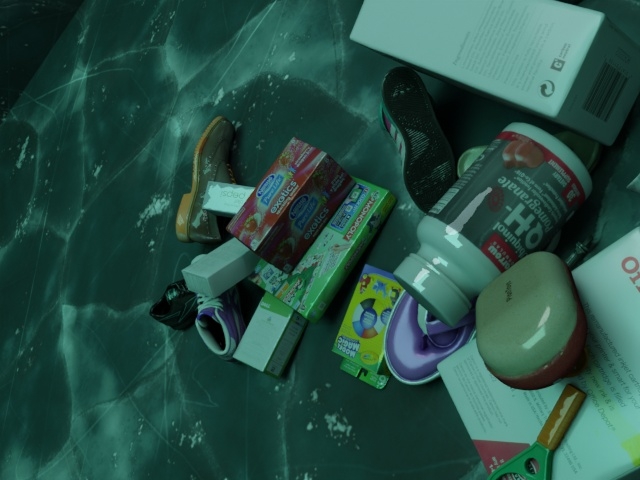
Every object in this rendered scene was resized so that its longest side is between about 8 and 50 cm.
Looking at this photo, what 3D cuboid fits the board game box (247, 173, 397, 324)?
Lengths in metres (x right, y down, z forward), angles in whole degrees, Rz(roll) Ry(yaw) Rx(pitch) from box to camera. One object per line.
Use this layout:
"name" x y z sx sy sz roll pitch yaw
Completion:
"board game box" 0.000 0.000 1.526 0.213 0.046 0.317 29 83 43

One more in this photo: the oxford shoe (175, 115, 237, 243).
"oxford shoe" -0.266 -0.157 1.843 0.132 0.130 0.364 7 73 14

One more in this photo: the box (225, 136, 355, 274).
"box" -0.065 -0.076 1.504 0.257 0.122 0.128 -53 44 -3

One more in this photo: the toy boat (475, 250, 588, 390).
"toy boat" 0.305 0.127 0.954 0.151 0.151 0.231 -42 7 23

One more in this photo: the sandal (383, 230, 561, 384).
"sandal" 0.246 0.079 1.249 0.169 0.102 0.416 44 102 29

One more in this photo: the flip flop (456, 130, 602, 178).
"flip flop" 0.366 -0.149 1.268 0.277 0.080 0.112 0 74 39

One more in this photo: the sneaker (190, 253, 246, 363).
"sneaker" -0.247 0.141 1.617 0.102 0.161 0.282 -28 69 5

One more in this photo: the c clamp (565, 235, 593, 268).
"c clamp" 0.392 0.054 1.140 0.022 0.137 0.161 41 97 20

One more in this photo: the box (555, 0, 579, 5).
"box" 0.439 -0.601 1.370 0.395 0.097 0.318 -37 51 27

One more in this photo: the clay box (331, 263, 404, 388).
"clay box" 0.108 0.171 1.397 0.127 0.053 0.222 19 87 43

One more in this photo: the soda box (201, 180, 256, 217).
"soda box" -0.172 -0.088 1.691 0.216 0.069 0.074 10 81 22

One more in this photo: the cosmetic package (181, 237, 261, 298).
"cosmetic package" -0.192 0.043 1.611 0.099 0.239 0.060 14 127 43

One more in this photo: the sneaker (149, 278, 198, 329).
"sneaker" -0.319 0.137 1.761 0.267 0.106 0.101 -41 50 21

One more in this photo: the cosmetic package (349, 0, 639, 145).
"cosmetic package" 0.296 -0.331 1.204 0.453 0.230 0.162 34 107 39

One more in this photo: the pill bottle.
"pill bottle" 0.268 -0.020 1.127 0.318 0.176 0.176 -48 46 -4

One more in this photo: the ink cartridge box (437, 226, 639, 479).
"ink cartridge box" 0.410 0.212 1.033 0.384 0.160 0.279 -40 51 25

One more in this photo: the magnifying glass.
"magnifying glass" 0.301 0.306 0.973 0.092 0.026 0.231 32 100 43

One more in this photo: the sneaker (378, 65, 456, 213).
"sneaker" 0.193 -0.205 1.426 0.123 0.178 0.296 -16 100 9

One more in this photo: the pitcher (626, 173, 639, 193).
"pitcher" 0.578 -0.036 1.014 0.207 0.177 0.125 61 160 24

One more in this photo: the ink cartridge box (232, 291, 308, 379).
"ink cartridge box" -0.098 0.192 1.560 0.109 0.062 0.209 15 74 44
